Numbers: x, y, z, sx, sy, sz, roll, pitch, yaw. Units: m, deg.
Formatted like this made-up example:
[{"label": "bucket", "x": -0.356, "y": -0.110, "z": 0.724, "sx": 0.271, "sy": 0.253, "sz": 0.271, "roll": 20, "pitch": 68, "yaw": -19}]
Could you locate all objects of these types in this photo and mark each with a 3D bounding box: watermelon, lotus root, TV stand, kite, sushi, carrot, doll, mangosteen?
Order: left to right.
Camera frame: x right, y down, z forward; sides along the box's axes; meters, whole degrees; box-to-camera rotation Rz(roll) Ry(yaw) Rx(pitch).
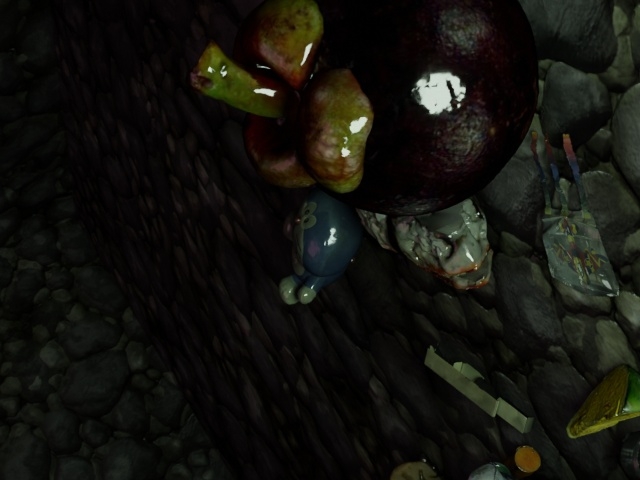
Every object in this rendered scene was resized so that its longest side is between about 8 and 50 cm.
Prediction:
[{"label": "doll", "x": 0.000, "y": 0.000, "z": 1.929, "sx": 0.258, "sy": 0.154, "sz": 0.228, "roll": 99, "pitch": 179, "yaw": -68}, {"label": "mangosteen", "x": 0.063, "y": -0.211, "z": 1.278, "sx": 0.382, "sy": 0.435, "sz": 0.382, "roll": 6, "pitch": 99, "yaw": 43}, {"label": "sushi", "x": 0.159, "y": -0.036, "z": 1.619, "sx": 0.332, "sy": 0.124, "sz": 0.130, "roll": 31, "pitch": 150, "yaw": 50}, {"label": "lotus root", "x": 0.220, "y": 0.550, "z": 2.000, "sx": 0.260, "sy": 0.170, "sz": 0.074, "roll": 51, "pitch": 149, "yaw": 41}, {"label": "TV stand", "x": 0.270, "y": 0.253, "z": 1.759, "sx": 0.249, "sy": 0.042, "sz": 0.036, "roll": 37, "pitch": 123, "yaw": 45}, {"label": "carrot", "x": 0.330, "y": 0.393, "z": 1.756, "sx": 0.048, "sy": 0.048, "sz": 0.139, "roll": 59, "pitch": 156, "yaw": 16}, {"label": "kite", "x": 0.336, "y": -0.032, "z": 1.386, "sx": 0.141, "sy": 0.015, "sz": 0.245, "roll": 14, "pitch": 125, "yaw": 58}, {"label": "watermelon", "x": 0.401, "y": 0.212, "z": 1.394, "sx": 0.181, "sy": 0.092, "sz": 0.075, "roll": 111, "pitch": 145, "yaw": -69}]

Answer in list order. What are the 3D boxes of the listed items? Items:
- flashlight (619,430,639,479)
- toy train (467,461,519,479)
[{"label": "flashlight", "x": 0.475, "y": 0.284, "z": 1.309, "sx": 0.093, "sy": 0.093, "sz": 0.232, "roll": 68, "pitch": 159, "yaw": -5}, {"label": "toy train", "x": 0.302, "y": 0.521, "z": 1.648, "sx": 0.307, "sy": 0.249, "sz": 0.173, "roll": 52, "pitch": 163, "yaw": -23}]
